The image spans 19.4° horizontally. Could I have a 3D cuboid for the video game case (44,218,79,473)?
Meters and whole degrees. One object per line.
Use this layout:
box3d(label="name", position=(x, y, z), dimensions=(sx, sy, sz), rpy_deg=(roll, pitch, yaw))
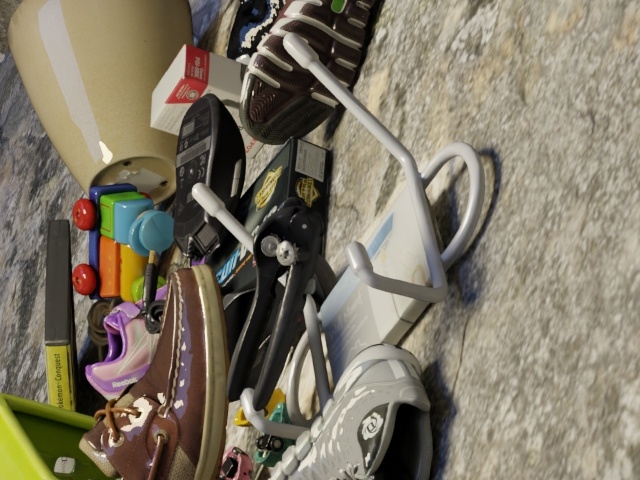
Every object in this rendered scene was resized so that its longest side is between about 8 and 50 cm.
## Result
box3d(label="video game case", position=(-0.343, 0.150, 2.490), dimensions=(0.275, 0.035, 0.248), rpy_deg=(-101, 10, -55))

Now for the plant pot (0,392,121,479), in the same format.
box3d(label="plant pot", position=(-0.251, 0.311, 1.905), dimensions=(0.207, 0.227, 0.228), rpy_deg=(-65, 30, 7))

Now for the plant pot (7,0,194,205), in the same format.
box3d(label="plant pot", position=(-0.272, -0.183, 2.514), dimensions=(0.256, 0.257, 0.274), rpy_deg=(-51, 44, 43))

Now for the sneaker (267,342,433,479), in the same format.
box3d(label="sneaker", position=(0.023, 0.205, 1.546), dimensions=(0.228, 0.086, 0.132), rpy_deg=(-64, 23, 15))

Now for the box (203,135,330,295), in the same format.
box3d(label="box", position=(-0.064, 0.019, 1.997), dimensions=(0.220, 0.051, 0.175), rpy_deg=(-47, 30, 47))

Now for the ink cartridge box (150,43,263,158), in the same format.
box3d(label="ink cartridge box", position=(-0.117, -0.160, 2.186), dimensions=(0.099, 0.135, 0.056), rpy_deg=(-51, 30, 44))

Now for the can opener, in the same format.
box3d(label="can opener", position=(-0.036, 0.056, 1.577), dimensions=(0.073, 0.059, 0.186), rpy_deg=(-6, -69, -66))

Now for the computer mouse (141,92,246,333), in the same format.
box3d(label="computer mouse", position=(-0.135, -0.019, 2.068), dimensions=(0.184, 0.060, 0.262), rpy_deg=(-33, 52, 54))

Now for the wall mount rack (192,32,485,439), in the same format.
box3d(label="wall mount rack", position=(0.000, 0.000, 1.694), dimensions=(0.350, 0.131, 0.304), rpy_deg=(-55, 33, 35))

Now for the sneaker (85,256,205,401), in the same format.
box3d(label="sneaker", position=(-0.188, 0.093, 2.140), dimensions=(0.236, 0.105, 0.095), rpy_deg=(-61, 10, -17))

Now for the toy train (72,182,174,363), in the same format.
box3d(label="toy train", position=(-0.242, 0.061, 2.398), dimensions=(0.143, 0.105, 0.248), rpy_deg=(22, 115, 54))

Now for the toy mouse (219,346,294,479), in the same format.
box3d(label="toy mouse", position=(-0.059, 0.206, 1.824), dimensions=(0.161, 0.031, 0.143), rpy_deg=(-48, 26, 27))

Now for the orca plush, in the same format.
box3d(label="orca plush", position=(-0.056, -0.314, 2.216), dimensions=(0.287, 0.102, 0.151), rpy_deg=(-58, 23, 30))

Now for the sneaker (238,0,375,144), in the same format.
box3d(label="sneaker", position=(-0.009, -0.230, 2.043), dimensions=(0.281, 0.106, 0.162), rpy_deg=(-60, 14, -3))

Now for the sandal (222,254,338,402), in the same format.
box3d(label="sandal", position=(-0.073, 0.087, 1.879), dimensions=(0.097, 0.054, 0.254), rpy_deg=(54, 138, 11))

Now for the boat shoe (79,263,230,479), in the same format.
box3d(label="boat shoe", position=(-0.156, 0.188, 1.699), dimensions=(0.123, 0.123, 0.341), rpy_deg=(-153, 69, -78))
